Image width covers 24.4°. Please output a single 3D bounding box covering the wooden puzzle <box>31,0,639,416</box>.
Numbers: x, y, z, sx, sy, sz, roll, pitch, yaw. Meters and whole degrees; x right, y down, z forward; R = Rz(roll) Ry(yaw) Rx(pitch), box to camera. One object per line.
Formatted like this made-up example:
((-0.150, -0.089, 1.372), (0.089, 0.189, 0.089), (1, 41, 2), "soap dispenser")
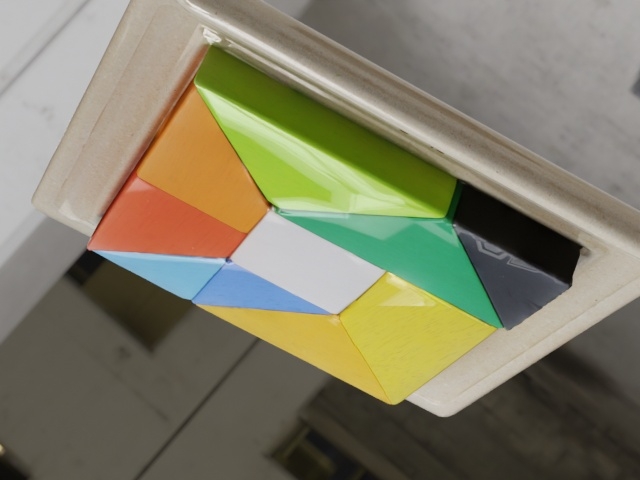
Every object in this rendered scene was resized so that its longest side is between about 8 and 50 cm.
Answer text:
((0.000, 0.000, 0.597), (0.221, 0.044, 0.239), (28, 154, -10), "wooden puzzle")
